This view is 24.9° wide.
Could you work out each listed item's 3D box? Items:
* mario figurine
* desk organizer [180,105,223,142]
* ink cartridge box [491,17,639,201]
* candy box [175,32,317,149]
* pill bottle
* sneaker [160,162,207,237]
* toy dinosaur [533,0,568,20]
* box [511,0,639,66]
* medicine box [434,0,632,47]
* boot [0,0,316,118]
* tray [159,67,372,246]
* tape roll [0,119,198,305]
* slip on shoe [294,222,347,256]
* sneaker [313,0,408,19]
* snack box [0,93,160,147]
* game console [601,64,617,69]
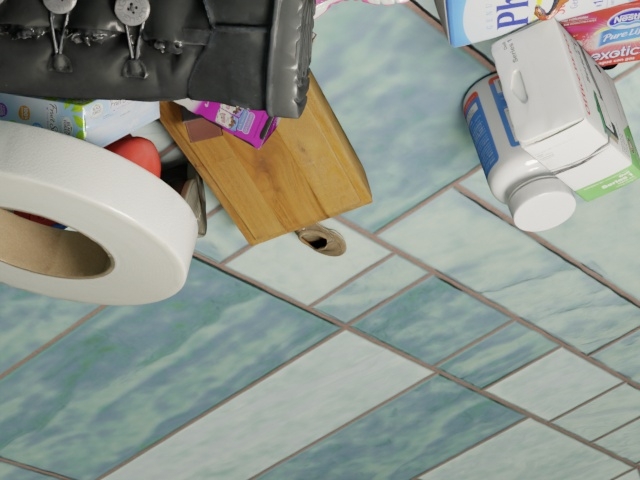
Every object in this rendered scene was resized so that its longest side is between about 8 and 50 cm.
[{"bbox_3d":[-0.356,-0.083,1.993,0.321,0.198,0.170,-22,126,31],"label":"mario figurine"},{"bbox_3d":[-0.116,-0.172,1.897,0.130,0.047,0.050,-13,148,-1],"label":"desk organizer"},{"bbox_3d":[0.317,-0.165,1.850,0.093,0.160,0.219,-24,153,23],"label":"ink cartridge box"},{"bbox_3d":[-0.140,-0.238,1.789,0.233,0.071,0.159,30,135,2],"label":"candy box"},{"bbox_3d":[0.289,-0.126,2.075,0.124,0.221,0.124,-9,146,-6],"label":"pill bottle"},{"bbox_3d":[-0.225,-0.045,2.037,0.118,0.222,0.083,-12,106,1],"label":"sneaker"},{"bbox_3d":[0.283,-0.291,1.677,0.047,0.090,0.082,1,108,-49],"label":"toy dinosaur"},{"bbox_3d":[0.382,-0.317,1.917,0.257,0.128,0.122,-9,147,-6],"label":"box"},{"bbox_3d":[0.268,-0.389,1.727,0.289,0.149,0.263,-16,155,1],"label":"medicine box"},{"bbox_3d":[-0.226,-0.337,1.645,0.445,0.367,0.146,7,-175,7],"label":"boot"},{"bbox_3d":[-0.083,-0.149,2.046,0.203,0.076,0.411,-20,144,9],"label":"tray"},{"bbox_3d":[-0.346,-0.026,1.782,0.392,0.072,0.392,10,157,4],"label":"tape roll"},{"bbox_3d":[0.000,0.000,2.313,0.051,0.041,0.135,-25,144,16],"label":"slip on shoe"},{"bbox_3d":[0.002,-0.345,1.785,0.252,0.103,0.111,-13,134,1],"label":"sneaker"},{"bbox_3d":[-0.327,-0.171,1.771,0.207,0.174,0.070,11,114,21],"label":"snack box"},{"bbox_3d":[0.386,-0.260,2.045,0.144,0.124,0.085,-2,117,-17],"label":"game console"}]
